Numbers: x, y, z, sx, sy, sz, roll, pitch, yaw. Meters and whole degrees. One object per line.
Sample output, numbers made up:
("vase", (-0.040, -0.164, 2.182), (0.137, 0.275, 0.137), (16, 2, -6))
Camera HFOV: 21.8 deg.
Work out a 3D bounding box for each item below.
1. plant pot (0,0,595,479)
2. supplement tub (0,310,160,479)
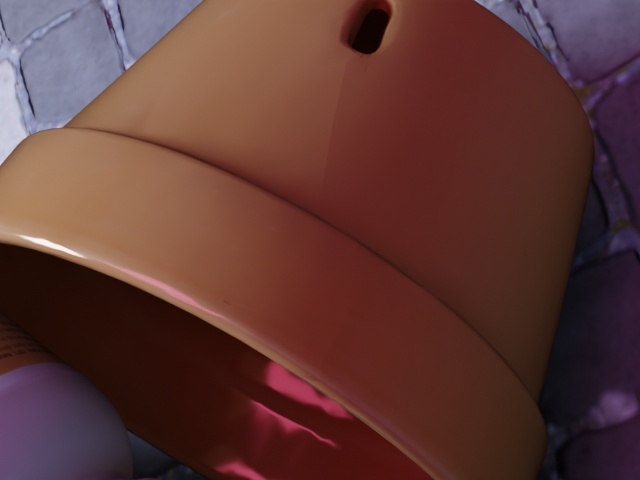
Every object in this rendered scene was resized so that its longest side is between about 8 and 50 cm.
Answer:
("plant pot", (0.000, 0.000, 0.789), (0.291, 0.291, 0.203), (18, 67, 35))
("supplement tub", (-0.227, 0.106, 0.725), (0.316, 0.228, 0.228), (36, 94, 16))
